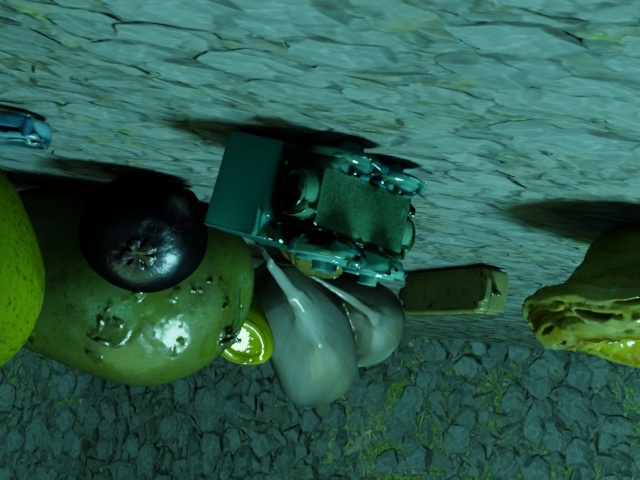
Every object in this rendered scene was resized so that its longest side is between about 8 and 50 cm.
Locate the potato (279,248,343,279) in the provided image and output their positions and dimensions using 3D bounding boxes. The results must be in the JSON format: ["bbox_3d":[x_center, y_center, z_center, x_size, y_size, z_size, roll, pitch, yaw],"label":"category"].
[{"bbox_3d":[0.000,0.000,1.520,0.091,0.070,0.138,-4,-171,-14],"label":"potato"}]

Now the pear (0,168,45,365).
[{"bbox_3d":[-0.416,0.020,1.385,0.294,0.294,0.294,8,173,1],"label":"pear"}]

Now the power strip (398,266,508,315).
[{"bbox_3d":[0.185,0.073,1.930,0.044,0.064,0.305,8,174,-19],"label":"power strip"}]

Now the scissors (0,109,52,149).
[{"bbox_3d":[-0.426,-0.117,1.244,0.393,0.032,0.180,5,173,21],"label":"scissors"}]

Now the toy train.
[{"bbox_3d":[-0.003,-0.028,1.175,0.154,0.107,0.198,13,177,32],"label":"toy train"}]

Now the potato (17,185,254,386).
[{"bbox_3d":[-0.261,0.050,1.649,0.359,0.219,0.270,11,-175,-1],"label":"potato"}]

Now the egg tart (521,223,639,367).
[{"bbox_3d":[0.352,0.056,1.322,0.319,0.128,0.319,7,171,1],"label":"egg tart"}]

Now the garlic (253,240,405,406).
[{"bbox_3d":[0.013,0.104,2.039,0.231,0.246,0.340,-21,171,-11],"label":"garlic"}]

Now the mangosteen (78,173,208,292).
[{"bbox_3d":[-0.186,-0.015,1.488,0.137,0.137,0.151,9,-153,-2],"label":"mangosteen"}]

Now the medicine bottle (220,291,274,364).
[{"bbox_3d":[-0.131,0.075,1.914,0.111,0.076,0.309,44,-173,-22],"label":"medicine bottle"}]
